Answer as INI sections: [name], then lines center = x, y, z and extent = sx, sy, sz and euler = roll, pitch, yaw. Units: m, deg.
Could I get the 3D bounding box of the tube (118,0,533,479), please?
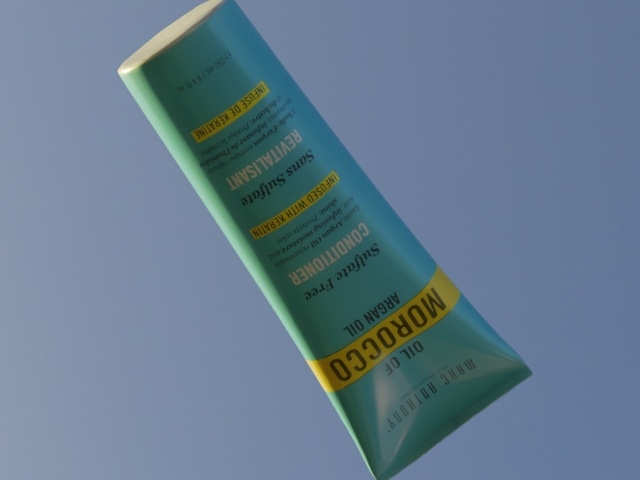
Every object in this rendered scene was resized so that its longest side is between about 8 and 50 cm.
[tube]
center = 0.000, 0.000, 0.564
extent = 0.080, 0.052, 0.207
euler = -35, -73, 5
